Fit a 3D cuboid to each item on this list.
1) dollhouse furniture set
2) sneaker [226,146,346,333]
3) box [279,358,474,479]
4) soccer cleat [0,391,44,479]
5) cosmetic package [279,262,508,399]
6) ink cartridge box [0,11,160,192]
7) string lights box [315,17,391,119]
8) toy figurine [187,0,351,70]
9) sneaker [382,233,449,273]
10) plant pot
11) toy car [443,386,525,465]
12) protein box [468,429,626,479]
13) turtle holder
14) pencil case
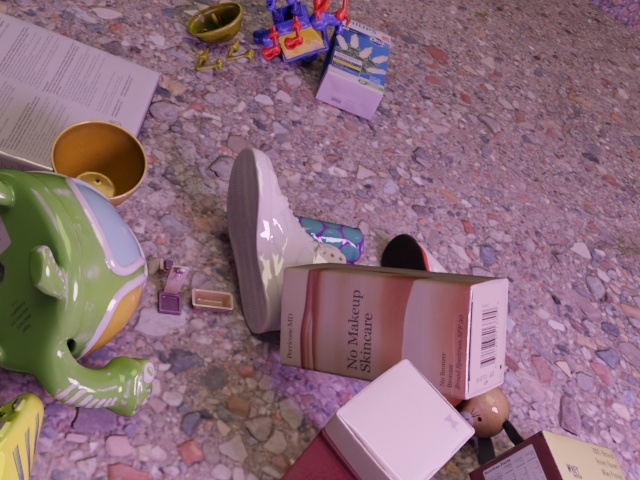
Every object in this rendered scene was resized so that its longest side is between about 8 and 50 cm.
[{"bbox_3d":[-0.182,0.056,1.186,0.114,0.081,0.091,9,46,-22],"label":"dollhouse furniture set"},{"bbox_3d":[-0.050,-0.003,1.258,0.169,0.108,0.293,-2,81,-35],"label":"sneaker"},{"bbox_3d":[0.058,0.284,0.990,0.127,0.232,0.148,46,44,16],"label":"box"},{"bbox_3d":[-0.363,0.302,0.868,0.121,0.093,0.289,46,29,-29],"label":"soccer cleat"},{"bbox_3d":[0.097,0.116,1.088,0.129,0.296,0.153,-2,93,-54],"label":"cosmetic package"},{"bbox_3d":[-0.466,-0.226,1.306,0.330,0.071,0.324,19,46,-11],"label":"ink cartridge box"},{"bbox_3d":[0.077,-0.393,1.763,0.133,0.077,0.260,20,43,-9],"label":"string lights box"},{"bbox_3d":[-0.075,-0.423,1.676,0.362,0.217,0.191,-17,65,13],"label":"toy figurine"},{"bbox_3d":[0.216,0.102,1.372,0.145,0.090,0.270,32,14,-40],"label":"sneaker"},{"bbox_3d":[-0.332,-0.096,1.156,0.134,0.095,0.134,10,60,-18],"label":"plant pot"},{"bbox_3d":[0.229,0.256,1.187,0.149,0.155,0.188,-22,75,-41],"label":"toy car"},{"bbox_3d":[0.342,0.394,1.073,0.199,0.136,0.201,23,38,-40],"label":"protein box"},{"bbox_3d":[-0.324,0.051,0.996,0.320,0.243,0.227,31,16,26],"label":"turtle holder"},{"bbox_3d":[0.000,0.000,1.354,0.151,0.064,0.070,10,89,-21],"label":"pencil case"}]
